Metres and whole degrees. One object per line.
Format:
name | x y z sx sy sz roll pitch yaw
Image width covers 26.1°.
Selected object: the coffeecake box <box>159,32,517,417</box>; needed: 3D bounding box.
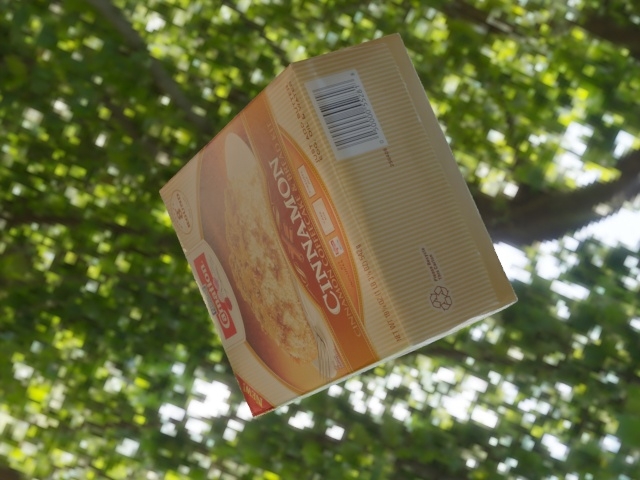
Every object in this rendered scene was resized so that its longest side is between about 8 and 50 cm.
coffeecake box | 0.000 0.000 0.711 0.185 0.068 0.142 -34 -102 59
